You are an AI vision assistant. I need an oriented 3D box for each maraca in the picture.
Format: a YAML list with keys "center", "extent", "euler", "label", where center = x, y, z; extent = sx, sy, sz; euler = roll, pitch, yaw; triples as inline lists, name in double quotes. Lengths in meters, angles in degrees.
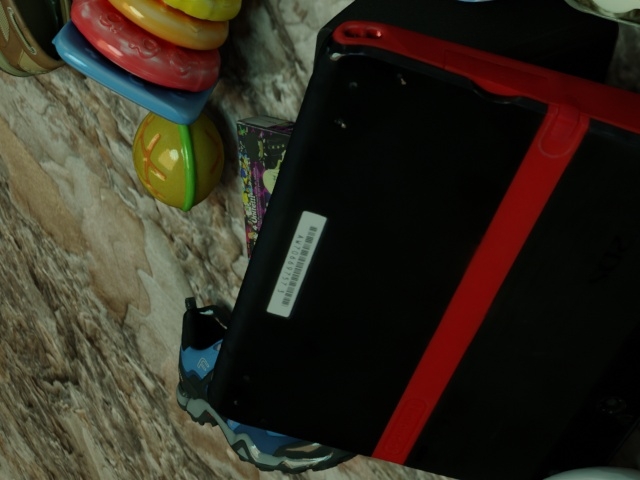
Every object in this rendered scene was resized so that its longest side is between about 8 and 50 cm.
- center: [-0.163, -0.096, 1.220]
  extent: [0.185, 0.099, 0.127]
  euler: [-168, 74, -74]
  label: "maraca"

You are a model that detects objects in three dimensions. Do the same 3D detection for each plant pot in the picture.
- center: [0.091, -0.103, 0.862]
  extent: [0.187, 0.167, 0.188]
  euler: [34, 130, 37]
  label: "plant pot"

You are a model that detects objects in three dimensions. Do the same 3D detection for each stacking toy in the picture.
- center: [-0.124, -0.281, 1.059]
  extent: [0.165, 0.175, 0.302]
  euler: [30, 117, -9]
  label: "stacking toy"

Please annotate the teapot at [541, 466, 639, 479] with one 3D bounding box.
- center: [0.245, 0.301, 0.853]
  extent: [0.252, 0.187, 0.256]
  euler: [-44, 53, 20]
  label: "teapot"

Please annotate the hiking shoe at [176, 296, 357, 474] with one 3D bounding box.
- center: [-0.071, 0.162, 1.206]
  extent: [0.304, 0.113, 0.132]
  euler: [15, 118, 45]
  label: "hiking shoe"

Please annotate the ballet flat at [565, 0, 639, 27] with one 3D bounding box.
- center: [0.253, -0.159, 0.726]
  extent: [0.213, 0.068, 0.072]
  euler: [26, 124, 40]
  label: "ballet flat"

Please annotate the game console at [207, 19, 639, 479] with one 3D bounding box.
- center: [0.117, 0.041, 0.813]
  extent: [0.342, 0.060, 0.387]
  euler: [16, 129, -6]
  label: "game console"

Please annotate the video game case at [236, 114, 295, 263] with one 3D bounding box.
- center: [0.000, 0.000, 1.109]
  extent: [0.210, 0.041, 0.232]
  euler: [16, 118, 45]
  label: "video game case"

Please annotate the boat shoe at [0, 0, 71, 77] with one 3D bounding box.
- center: [-0.373, -0.362, 1.339]
  extent: [0.120, 0.122, 0.324]
  euler: [10, 122, 41]
  label: "boat shoe"
